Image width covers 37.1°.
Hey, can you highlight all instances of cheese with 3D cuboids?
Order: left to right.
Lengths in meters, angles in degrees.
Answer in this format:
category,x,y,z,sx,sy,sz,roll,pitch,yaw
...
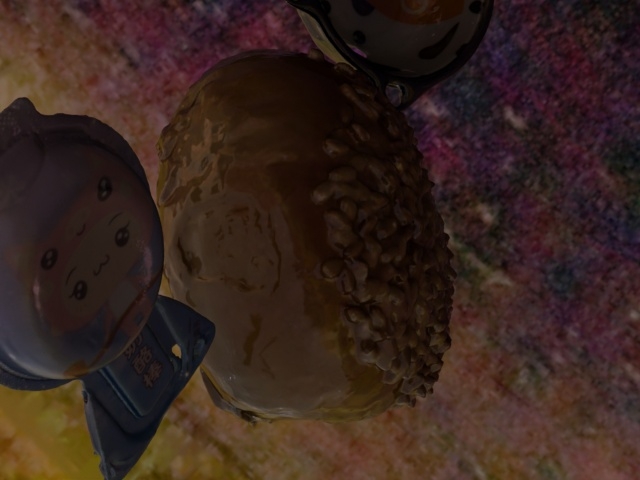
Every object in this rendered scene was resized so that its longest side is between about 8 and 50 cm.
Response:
category,x,y,z,sx,sy,sz,roll,pitch,yaw
cheese,-0.119,0.030,0.498,0.052,0.135,0.244,18,149,27

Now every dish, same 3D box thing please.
category,x,y,z,sx,sy,sz,roll,pitch,yaw
dish,0.066,-0.307,1.128,0.303,0.303,0.120,54,156,-20

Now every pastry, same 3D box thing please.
category,x,y,z,sx,sy,sz,roll,pitch,yaw
pastry,0.000,0.000,0.944,0.245,0.409,0.409,-13,131,12
